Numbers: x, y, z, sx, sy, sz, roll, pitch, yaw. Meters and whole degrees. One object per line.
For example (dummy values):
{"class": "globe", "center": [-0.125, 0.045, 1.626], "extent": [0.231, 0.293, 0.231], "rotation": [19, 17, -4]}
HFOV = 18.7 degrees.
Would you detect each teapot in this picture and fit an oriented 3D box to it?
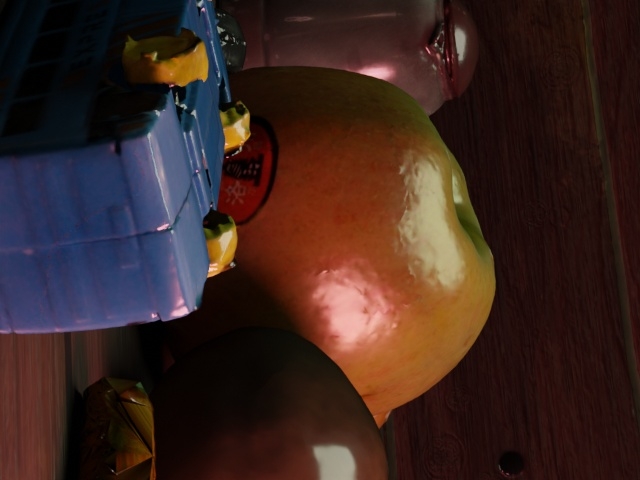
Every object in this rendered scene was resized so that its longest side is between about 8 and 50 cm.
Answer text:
{"class": "teapot", "center": [0.047, -0.236, 2.480], "extent": [0.315, 0.312, 0.233], "rotation": [-46, 131, -82]}

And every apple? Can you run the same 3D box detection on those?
{"class": "apple", "center": [0.000, 0.000, 1.791], "extent": [0.338, 0.305, 0.338], "rotation": [-7, 90, -79]}

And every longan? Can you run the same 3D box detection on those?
{"class": "longan", "center": [-0.051, 0.190, 1.584], "extent": [0.248, 0.248, 0.248], "rotation": [-7, 90, -84]}

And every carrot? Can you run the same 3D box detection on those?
{"class": "carrot", "center": [-0.148, 0.193, 1.384], "extent": [0.228, 0.069, 0.069], "rotation": [-92, 172, -46]}

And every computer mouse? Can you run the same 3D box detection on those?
{"class": "computer mouse", "center": [-0.111, -0.226, 2.242], "extent": [0.135, 0.047, 0.079], "rotation": [40, 43, -78]}

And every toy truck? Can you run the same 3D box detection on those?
{"class": "toy truck", "center": [-0.139, -0.088, 1.318], "extent": [0.385, 0.162, 0.161], "rotation": [-88, 169, -62]}

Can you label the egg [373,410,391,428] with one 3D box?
{"class": "egg", "center": [0.002, 0.143, 2.220], "extent": [0.195, 0.195, 0.233], "rotation": [75, 6, -51]}
